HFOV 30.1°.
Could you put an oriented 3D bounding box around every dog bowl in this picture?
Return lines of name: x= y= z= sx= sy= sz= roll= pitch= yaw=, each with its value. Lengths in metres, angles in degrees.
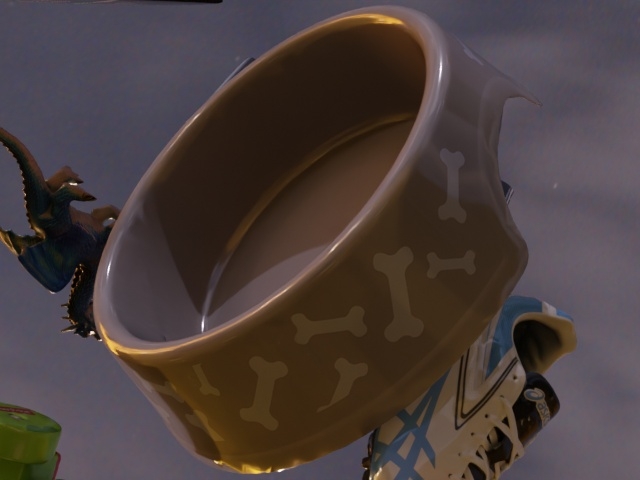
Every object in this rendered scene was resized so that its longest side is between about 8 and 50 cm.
dog bowl: x=-0.014 y=-0.018 z=0.815 sx=0.348 sy=0.349 sz=0.102 roll=-23 pitch=-53 yaw=34

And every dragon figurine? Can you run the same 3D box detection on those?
dragon figurine: x=-0.295 y=0.000 z=1.299 sx=0.289 sy=0.144 sz=0.085 roll=45 pitch=-2 yaw=-43

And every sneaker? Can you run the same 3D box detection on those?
sneaker: x=0.093 y=0.117 z=0.731 sx=0.086 sy=0.237 sz=0.085 roll=-1 pitch=-52 yaw=34

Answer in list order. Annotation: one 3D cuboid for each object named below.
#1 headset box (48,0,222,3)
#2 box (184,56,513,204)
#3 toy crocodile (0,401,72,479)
headset box: x=-0.250 y=-0.380 z=1.276 sx=0.131 sy=0.283 sz=0.247 roll=7 pitch=-80 yaw=40
box: x=0.000 y=0.000 z=1.560 sx=0.395 sy=0.212 sz=0.294 roll=27 pitch=-51 yaw=3
toy crocodile: x=-0.291 y=0.160 z=0.884 sx=0.340 sy=0.105 sz=0.115 roll=17 pitch=-89 yaw=15
